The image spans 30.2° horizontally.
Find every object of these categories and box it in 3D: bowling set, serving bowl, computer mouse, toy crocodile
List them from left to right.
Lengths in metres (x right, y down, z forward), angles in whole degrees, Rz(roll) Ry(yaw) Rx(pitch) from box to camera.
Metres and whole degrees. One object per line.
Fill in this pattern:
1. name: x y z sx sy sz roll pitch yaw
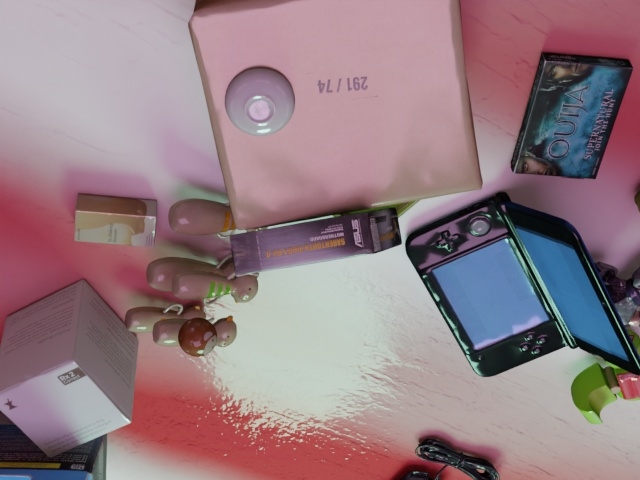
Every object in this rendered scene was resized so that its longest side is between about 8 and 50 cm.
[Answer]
1. bowling set: -0.158 0.097 1.707 0.154 0.200 0.287 2 136 -30
2. serving bowl: -0.071 -0.158 1.391 0.083 0.027 0.083 -1 118 -3
3. computer mouse: 0.202 0.466 2.121 0.184 0.060 0.262 20 112 -14
4. toy crocodile: 0.565 0.194 1.904 0.340 0.105 0.115 -20 127 10

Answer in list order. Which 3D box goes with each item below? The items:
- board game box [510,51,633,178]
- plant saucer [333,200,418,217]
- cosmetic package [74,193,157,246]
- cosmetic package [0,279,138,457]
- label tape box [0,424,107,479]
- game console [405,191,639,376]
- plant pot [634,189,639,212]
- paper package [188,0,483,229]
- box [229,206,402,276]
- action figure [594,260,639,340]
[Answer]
1. board game box: 0.346 -0.170 1.650 0.126 0.026 0.186 3 128 -8
2. plant saucer: 0.071 -0.089 1.679 0.188 0.045 0.188 37 117 -28
3. cosmetic package: -0.293 -0.028 1.699 0.115 0.041 0.060 3 128 -7
4. cosmetic package: -0.378 0.191 1.774 0.151 0.184 0.151 -25 126 15
5. label tape box: -0.464 0.372 1.809 0.249 0.348 0.115 2 97 -5
6. game console: 0.294 0.095 1.738 0.250 0.173 0.293 -25 116 14
7. plant pot: 0.500 -0.067 1.718 0.083 0.083 0.079 29 132 -24
8. paper package: 0.023 -0.197 1.484 0.324 0.168 0.310 -10 117 2
9. box: 0.000 0.000 1.582 0.183 0.231 0.056 -10 90 13
10. action figure: 0.499 0.068 1.808 0.285 0.099 0.185 -36 131 27
